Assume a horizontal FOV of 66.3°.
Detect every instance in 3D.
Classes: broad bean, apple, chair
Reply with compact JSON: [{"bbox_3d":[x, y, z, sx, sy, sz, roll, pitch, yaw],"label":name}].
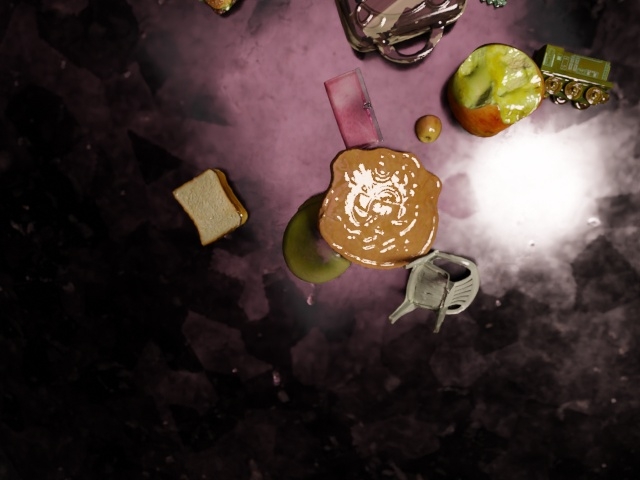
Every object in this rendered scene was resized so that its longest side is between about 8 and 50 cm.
[{"bbox_3d":[0.000,0.000,1.556,0.237,0.119,0.291,19,105,0],"label":"broad bean"},{"bbox_3d":[0.321,-0.331,1.457,0.083,0.084,0.071,1,74,8],"label":"apple"},{"bbox_3d":[0.467,-0.412,1.335,0.246,0.246,0.226,-36,93,14],"label":"apple"},{"bbox_3d":[0.360,0.157,1.502,0.190,0.274,0.204,20,112,25],"label":"chair"}]

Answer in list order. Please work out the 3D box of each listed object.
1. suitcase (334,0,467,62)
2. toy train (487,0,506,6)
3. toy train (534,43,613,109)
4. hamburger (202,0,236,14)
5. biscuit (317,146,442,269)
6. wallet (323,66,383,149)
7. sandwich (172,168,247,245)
[{"bbox_3d":[0.216,-0.664,1.346,0.351,0.194,0.340,-15,106,12],"label":"suitcase"},{"bbox_3d":[0.491,-0.696,1.380,0.083,0.033,0.053,27,99,2],"label":"toy train"},{"bbox_3d":[0.705,-0.456,1.376,0.225,0.090,0.137,14,93,0],"label":"toy train"},{"bbox_3d":[-0.318,-0.762,1.448,0.137,0.087,0.166,-37,95,14],"label":"hamburger"},{"bbox_3d":[0.188,-0.092,1.474,0.384,0.062,0.366,9,100,-16],"label":"biscuit"},{"bbox_3d":[0.101,-0.396,1.504,0.119,0.025,0.232,-18,98,12],"label":"wallet"},{"bbox_3d":[-0.362,-0.113,1.610,0.186,0.065,0.215,-31,96,12],"label":"sandwich"}]
